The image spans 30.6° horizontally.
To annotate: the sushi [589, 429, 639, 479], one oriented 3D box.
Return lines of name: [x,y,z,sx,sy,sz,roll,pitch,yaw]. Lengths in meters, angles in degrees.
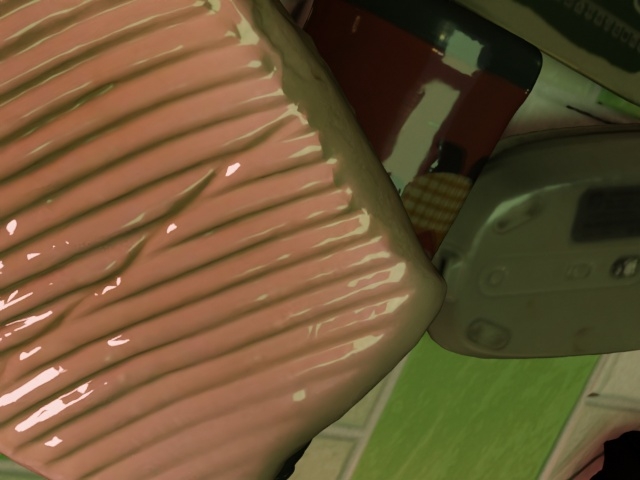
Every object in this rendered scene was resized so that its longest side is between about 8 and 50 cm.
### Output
sushi: [0.326,0.262,1.104,0.150,0.153,0.172,39,112,-24]

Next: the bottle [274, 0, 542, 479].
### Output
bottle: [0.000,0.000,0.737,0.144,0.144,0.336,16,107,-39]

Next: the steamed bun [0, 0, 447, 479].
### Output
steamed bun: [-0.130,-0.057,0.554,0.247,0.236,0.383,-41,119,6]

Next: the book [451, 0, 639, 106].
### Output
book: [0.234,-0.297,0.794,0.260,0.043,0.371,18,103,-39]

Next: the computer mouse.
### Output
computer mouse: [0.220,0.000,0.918,0.331,0.095,0.197,-1,114,-25]
